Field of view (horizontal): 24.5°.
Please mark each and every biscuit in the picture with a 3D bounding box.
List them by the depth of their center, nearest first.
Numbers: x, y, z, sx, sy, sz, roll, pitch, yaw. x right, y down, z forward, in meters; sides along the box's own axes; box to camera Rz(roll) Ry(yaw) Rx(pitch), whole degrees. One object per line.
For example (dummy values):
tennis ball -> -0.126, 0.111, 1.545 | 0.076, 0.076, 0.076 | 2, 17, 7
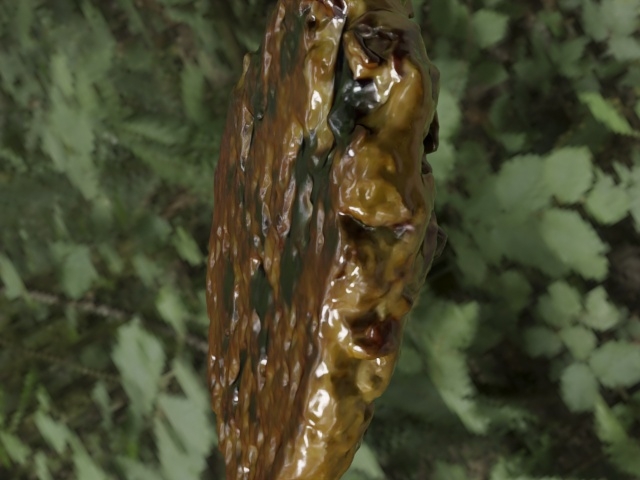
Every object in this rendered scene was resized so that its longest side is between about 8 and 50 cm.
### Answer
biscuit -> -0.001, -0.002, 0.849 | 0.289, 0.081, 0.334 | -112, 32, -58
